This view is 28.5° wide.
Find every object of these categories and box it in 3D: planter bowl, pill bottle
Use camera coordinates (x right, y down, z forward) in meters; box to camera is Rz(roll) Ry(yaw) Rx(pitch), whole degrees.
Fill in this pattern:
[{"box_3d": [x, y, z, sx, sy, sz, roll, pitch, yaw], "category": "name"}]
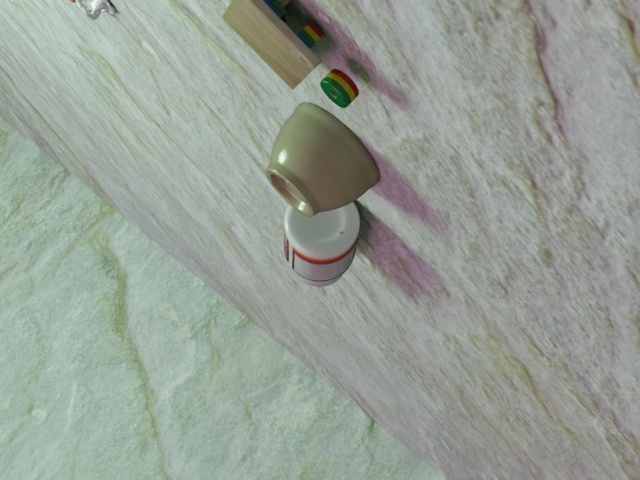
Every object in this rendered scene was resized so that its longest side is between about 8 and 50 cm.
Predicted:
[{"box_3d": [-0.010, -0.103, 1.815, 0.162, 0.109, 0.162, 41, 167, 12], "category": "planter bowl"}, {"box_3d": [0.000, 0.000, 2.059, 0.121, 0.121, 0.221, 42, 167, 10], "category": "pill bottle"}]

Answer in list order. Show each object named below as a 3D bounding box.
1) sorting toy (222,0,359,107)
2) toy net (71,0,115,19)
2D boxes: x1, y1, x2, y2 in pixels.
[{"box_3d": [-0.059, -0.272, 1.590, 0.274, 0.046, 0.132, 45, 166, -5], "category": "sorting toy"}, {"box_3d": [-0.444, -0.433, 2.209, 0.232, 0.045, 0.122, 37, 164, 28], "category": "toy net"}]
